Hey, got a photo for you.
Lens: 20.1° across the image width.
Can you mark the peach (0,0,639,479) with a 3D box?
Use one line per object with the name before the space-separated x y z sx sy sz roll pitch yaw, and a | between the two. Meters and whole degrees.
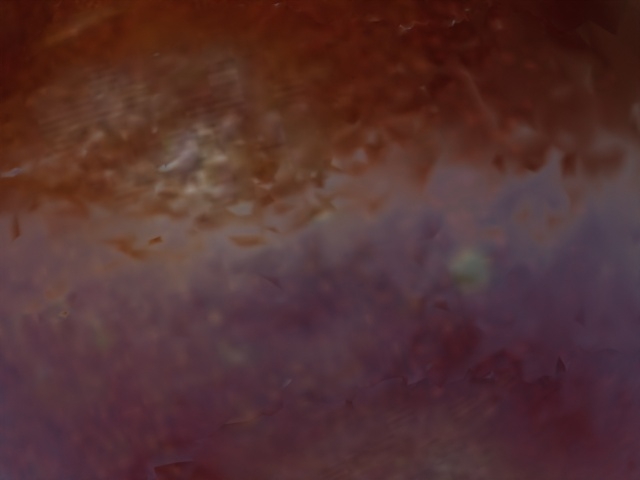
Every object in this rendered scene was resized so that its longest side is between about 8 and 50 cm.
peach | 0.021 0.005 0.650 0.310 0.335 0.406 -12 136 22
